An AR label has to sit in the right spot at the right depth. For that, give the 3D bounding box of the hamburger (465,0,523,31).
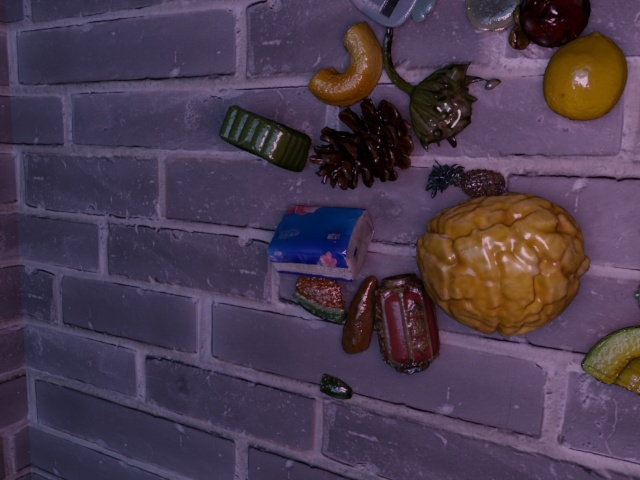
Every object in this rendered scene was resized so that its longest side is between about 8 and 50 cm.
[{"bbox_3d":[0.441,-0.595,1.410,0.139,0.062,0.133,-5,91,30],"label":"hamburger"}]

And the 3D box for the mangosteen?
[{"bbox_3d":[0.534,-0.530,1.319,0.180,0.166,0.166,-7,94,52],"label":"mangosteen"}]

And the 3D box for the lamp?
[{"bbox_3d":[0.242,0.233,1.576,0.177,0.177,0.274,-8,91,29],"label":"lamp"}]

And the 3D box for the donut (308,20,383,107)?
[{"bbox_3d":[0.090,-0.484,1.602,0.152,0.101,0.259,43,110,10],"label":"donut"}]

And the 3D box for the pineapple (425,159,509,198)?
[{"bbox_3d":[0.391,-0.149,1.486,0.221,0.083,0.103,14,103,28],"label":"pineapple"}]

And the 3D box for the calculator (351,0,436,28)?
[{"bbox_3d":[0.191,-0.696,1.542,0.298,0.041,0.186,39,113,20],"label":"calculator"}]

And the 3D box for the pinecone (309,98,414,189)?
[{"bbox_3d":[0.113,-0.257,1.523,0.244,0.309,0.244,48,153,34],"label":"pinecone"}]

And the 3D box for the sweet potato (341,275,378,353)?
[{"bbox_3d":[0.126,0.223,1.683,0.097,0.097,0.252,19,101,25],"label":"sweet potato"}]

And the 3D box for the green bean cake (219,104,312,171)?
[{"bbox_3d":[-0.154,-0.303,1.672,0.222,0.248,0.125,27,97,23],"label":"green bean cake"}]

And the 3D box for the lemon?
[{"bbox_3d":[0.607,-0.374,1.282,0.178,0.178,0.203,17,122,25],"label":"lemon"}]

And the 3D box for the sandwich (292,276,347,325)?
[{"bbox_3d":[0.015,0.163,1.726,0.184,0.109,0.160,23,94,23],"label":"sandwich"}]

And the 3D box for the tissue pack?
[{"bbox_3d":[0.000,0.000,1.644,0.269,0.137,0.209,6,56,29],"label":"tissue pack"}]

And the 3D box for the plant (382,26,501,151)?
[{"bbox_3d":[0.285,-0.400,1.514,0.333,0.180,0.251,51,128,44],"label":"plant"}]

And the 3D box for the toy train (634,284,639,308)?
[{"bbox_3d":[0.780,0.066,1.253,0.116,0.177,0.286,5,99,26],"label":"toy train"}]

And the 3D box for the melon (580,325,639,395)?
[{"bbox_3d":[0.774,0.283,1.317,0.265,0.129,0.169,27,105,17],"label":"melon"}]

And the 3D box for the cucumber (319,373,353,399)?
[{"bbox_3d":[0.049,0.476,1.784,0.107,0.035,0.067,15,102,24],"label":"cucumber"}]

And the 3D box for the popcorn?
[{"bbox_3d":[0.418,0.063,1.345,0.390,0.353,0.345,178,82,-72],"label":"popcorn"}]
